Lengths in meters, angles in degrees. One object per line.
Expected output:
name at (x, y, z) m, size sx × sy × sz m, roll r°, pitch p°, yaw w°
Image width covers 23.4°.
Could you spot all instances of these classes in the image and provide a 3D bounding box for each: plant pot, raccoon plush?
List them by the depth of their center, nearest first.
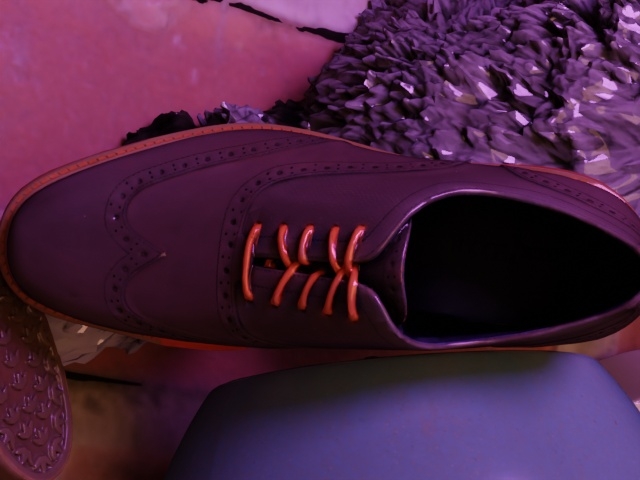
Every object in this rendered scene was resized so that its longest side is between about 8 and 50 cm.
plant pot at (0.047, 0.176, 0.697) m, size 0.293 × 0.293 × 0.235 m, roll 4°, pitch 75°, yaw -33°
raccoon plush at (0.111, -0.013, 0.712) m, size 0.446 × 0.299 × 0.216 m, roll -34°, pitch 109°, yaw -28°

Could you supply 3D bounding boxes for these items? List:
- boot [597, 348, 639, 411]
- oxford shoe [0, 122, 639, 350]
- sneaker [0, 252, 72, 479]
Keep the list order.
boot at (0.151, 0.133, 0.889) m, size 0.190 × 0.069 × 0.086 m, roll -24°, pitch 111°, yaw -22°
oxford shoe at (0.000, 0.000, 0.616) m, size 0.271 × 0.098 × 0.096 m, roll -1°, pitch 94°, yaw 2°
sneaker at (-0.179, 0.022, 0.654) m, size 0.064 × 0.086 × 0.192 m, roll -44°, pitch 114°, yaw -56°
